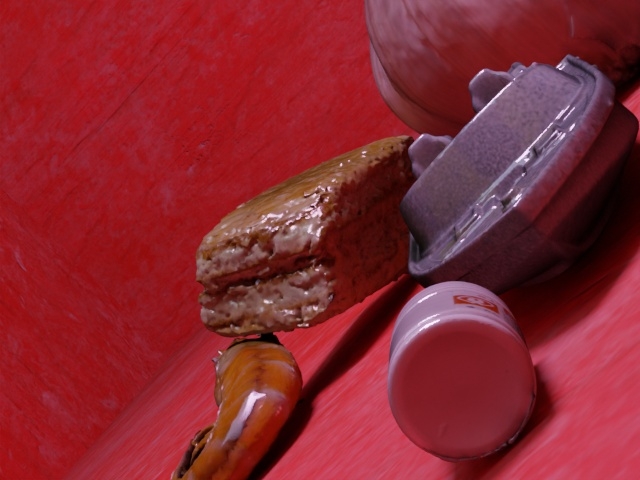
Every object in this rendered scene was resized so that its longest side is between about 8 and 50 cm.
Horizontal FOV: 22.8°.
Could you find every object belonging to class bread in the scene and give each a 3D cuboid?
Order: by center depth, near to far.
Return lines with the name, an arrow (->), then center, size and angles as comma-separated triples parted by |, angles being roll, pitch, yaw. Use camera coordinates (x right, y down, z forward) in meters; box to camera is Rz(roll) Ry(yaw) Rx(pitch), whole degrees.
bread -> 0.000, 0.000, 1.190 | 0.138, 0.102, 0.196 | -22, 5, 37

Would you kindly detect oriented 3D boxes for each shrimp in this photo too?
shrimp -> -0.061, 0.127, 1.135 | 0.150, 0.068, 0.248 | -50, 7, 15

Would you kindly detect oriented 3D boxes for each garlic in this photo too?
garlic -> 0.168, -0.210, 1.207 | 0.322, 0.241, 0.322 | -20, 6, 2

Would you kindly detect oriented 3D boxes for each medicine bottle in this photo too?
medicine bottle -> 0.055, 0.049, 0.626 | 0.057, 0.057, 0.089 | -45, 3, 7

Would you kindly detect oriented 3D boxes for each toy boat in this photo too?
toy boat -> 0.098, -0.034, 0.819 | 0.141, 0.092, 0.319 | -46, 4, 9
